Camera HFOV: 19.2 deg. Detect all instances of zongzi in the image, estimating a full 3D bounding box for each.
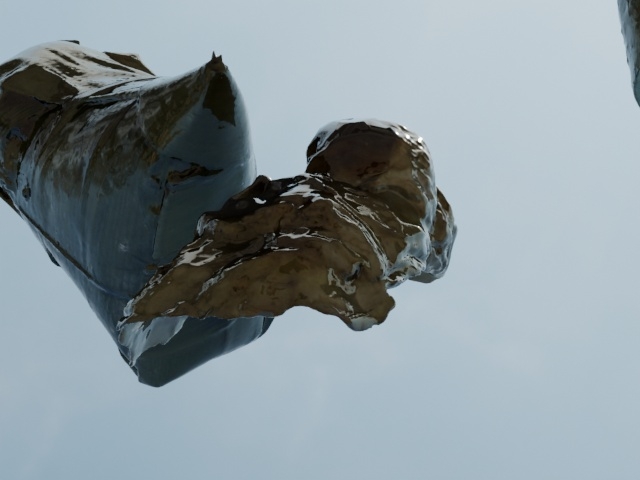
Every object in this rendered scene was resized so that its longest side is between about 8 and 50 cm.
[{"bbox_3d":[-0.127,-0.080,1.158,0.125,0.274,0.251,-29,-122,-23],"label":"zongzi"}]

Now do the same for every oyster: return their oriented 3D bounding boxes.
[{"bbox_3d":[-0.006,-0.002,0.986,0.161,0.107,0.232,-1,-169,36],"label":"oyster"}]

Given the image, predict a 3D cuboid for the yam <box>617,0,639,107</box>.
[{"bbox_3d":[0.206,-0.148,1.115,0.068,0.068,0.169,-6,-130,3],"label":"yam"}]
